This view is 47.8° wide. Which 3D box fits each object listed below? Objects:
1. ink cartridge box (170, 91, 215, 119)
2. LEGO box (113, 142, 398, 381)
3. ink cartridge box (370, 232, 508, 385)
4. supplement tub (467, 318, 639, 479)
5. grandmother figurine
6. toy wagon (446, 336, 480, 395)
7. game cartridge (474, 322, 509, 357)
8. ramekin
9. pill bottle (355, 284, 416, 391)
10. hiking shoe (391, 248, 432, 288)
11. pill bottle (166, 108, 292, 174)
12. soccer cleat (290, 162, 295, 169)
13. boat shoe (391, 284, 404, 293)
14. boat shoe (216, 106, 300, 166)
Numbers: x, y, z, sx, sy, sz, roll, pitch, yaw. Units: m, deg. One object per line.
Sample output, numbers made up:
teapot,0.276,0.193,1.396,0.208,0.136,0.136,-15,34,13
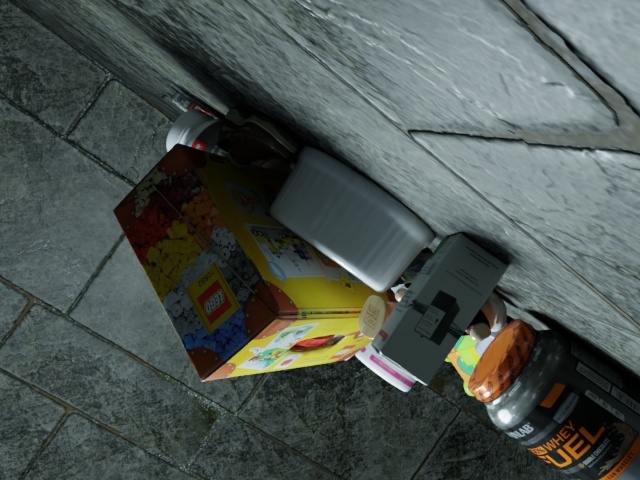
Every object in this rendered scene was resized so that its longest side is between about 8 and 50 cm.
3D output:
ink cartridge box,-0.328,-0.337,1.866,0.115,0.029,0.063,35,178,22
LEGO box,-0.095,0.049,1.411,0.500,0.193,0.372,9,-136,-59
ink cartridge box,0.171,0.100,1.073,0.087,0.208,0.153,35,179,1
supplement tub,0.448,0.301,1.289,0.338,0.207,0.207,35,178,4
grandmother figurine,0.221,0.139,1.312,0.342,0.104,0.208,2,-152,-43
toy wagon,0.420,0.293,1.894,0.344,0.068,0.267,54,148,-2
game cartridge,0.503,0.292,1.664,0.297,0.062,0.198,31,165,16
ramekin,0.045,-0.030,1.243,0.277,0.135,0.277,36,179,1
pill bottle,0.227,0.208,1.748,0.160,0.283,0.160,36,179,1
hiking shoe,0.147,0.037,1.446,0.227,0.114,0.086,36,178,-28
pill bottle,-0.220,-0.186,1.701,0.283,0.161,0.161,34,178,22
soccer cleat,-0.047,-0.149,1.618,0.035,0.029,0.083,44,178,20
boat shoe,0.232,0.154,1.888,0.301,0.108,0.102,59,171,-30
boat shoe,-0.119,-0.168,1.287,0.095,0.095,0.257,36,178,-27
